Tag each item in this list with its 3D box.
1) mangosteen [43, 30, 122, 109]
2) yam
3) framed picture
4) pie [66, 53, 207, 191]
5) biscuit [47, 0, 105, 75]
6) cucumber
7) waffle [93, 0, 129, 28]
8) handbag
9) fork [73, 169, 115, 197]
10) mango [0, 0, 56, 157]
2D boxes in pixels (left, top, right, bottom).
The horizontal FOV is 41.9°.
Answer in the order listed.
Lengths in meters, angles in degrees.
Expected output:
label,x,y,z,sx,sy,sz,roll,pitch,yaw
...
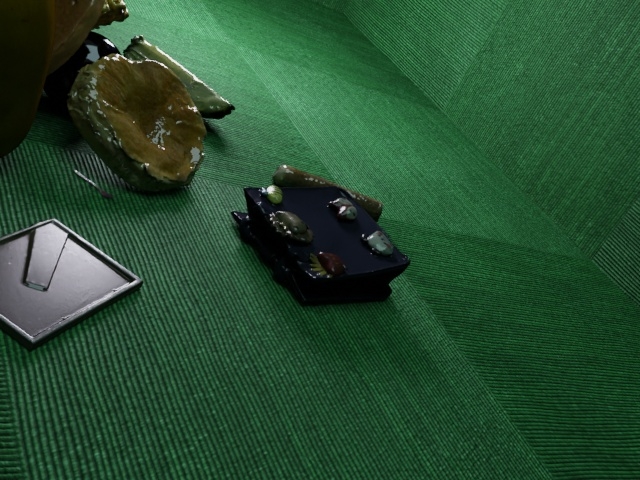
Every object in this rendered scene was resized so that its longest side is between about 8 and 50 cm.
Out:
label,x,y,z,sx,sy,sz,roll,pitch,yaw
mangosteen,-0.542,-0.391,1.900,0.194,0.194,0.230,17,18,-25
yam,0.021,-0.120,2.130,0.300,0.066,0.066,20,27,-16
framed picture,-0.450,0.059,1.354,0.213,0.016,0.289,34,26,9
pie,-0.379,-0.257,1.798,0.340,0.083,0.339,29,47,-37
biscuit,-0.649,-0.483,1.773,0.365,0.385,0.062,51,-4,21
cucumber,-0.367,-0.402,2.202,0.325,0.105,0.145,35,-1,12
waffle,-0.600,-0.506,1.935,0.330,0.062,0.329,-13,13,3
handbag,0.000,0.000,1.822,0.329,0.121,0.303,0,39,-44
fork,-0.453,-0.111,1.675,0.115,0.012,0.016,31,21,15
mango,-0.598,-0.362,1.496,0.232,0.445,0.300,-11,31,-33
